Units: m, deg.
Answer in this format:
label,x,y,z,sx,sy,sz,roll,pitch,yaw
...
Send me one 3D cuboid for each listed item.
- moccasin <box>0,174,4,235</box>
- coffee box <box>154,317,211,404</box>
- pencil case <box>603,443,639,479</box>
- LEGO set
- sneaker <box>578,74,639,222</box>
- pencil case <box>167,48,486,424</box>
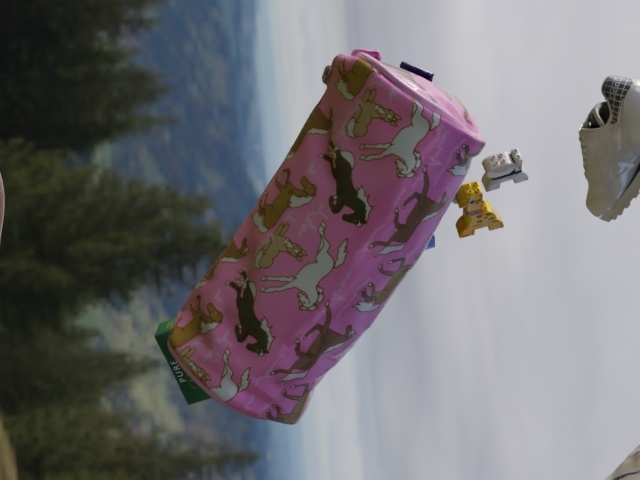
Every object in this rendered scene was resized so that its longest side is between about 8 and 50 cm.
label,x,y,z,sx,sy,sz,roll,pitch,yaw
moccasin,-0.525,0.000,2.092,0.147,0.139,0.380,-77,178,-63
coffee box,-0.105,0.130,1.897,0.040,0.184,0.113,-81,149,-64
pencil case,0.383,0.407,1.930,0.160,0.410,0.183,56,-24,-10
LEGO set,0.154,-0.050,1.814,0.093,0.227,0.087,82,-9,-59
sneaker,0.333,-0.106,1.692,0.235,0.095,0.090,105,6,-58
pencil case,0.000,0.000,1.488,0.386,0.160,0.167,-58,-146,15
